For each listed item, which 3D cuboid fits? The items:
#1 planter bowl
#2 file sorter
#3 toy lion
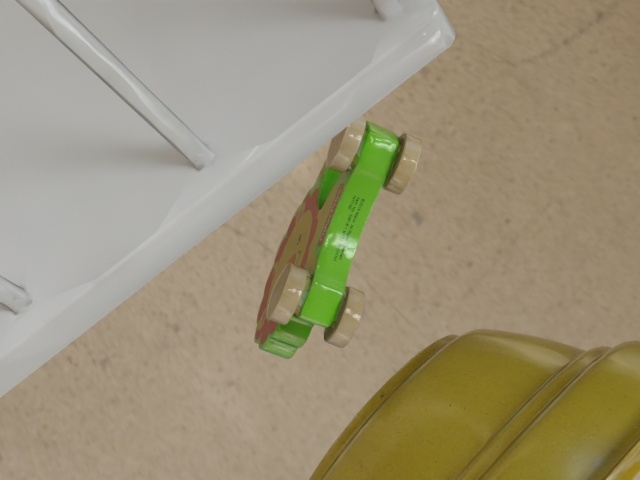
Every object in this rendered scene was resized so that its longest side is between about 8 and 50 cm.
[{"bbox_3d":[0.054,0.102,0.560,0.217,0.090,0.217,-45,163,-18],"label":"planter bowl"},{"bbox_3d":[-0.149,-0.067,0.367,0.277,0.193,0.173,-38,152,4],"label":"file sorter"},{"bbox_3d":[0.000,0.000,0.570,0.034,0.096,0.100,21,89,-11],"label":"toy lion"}]
